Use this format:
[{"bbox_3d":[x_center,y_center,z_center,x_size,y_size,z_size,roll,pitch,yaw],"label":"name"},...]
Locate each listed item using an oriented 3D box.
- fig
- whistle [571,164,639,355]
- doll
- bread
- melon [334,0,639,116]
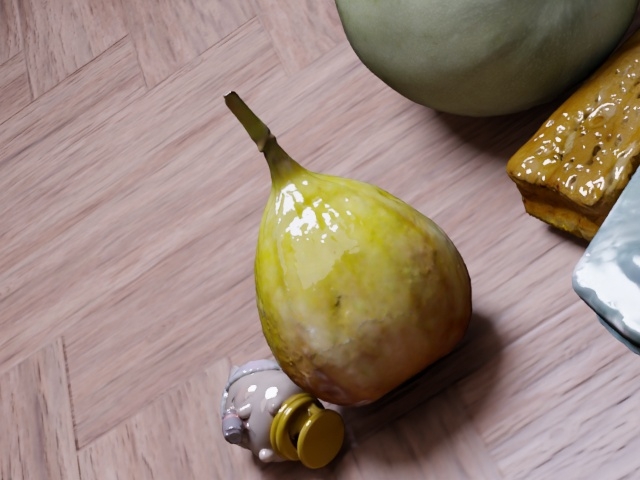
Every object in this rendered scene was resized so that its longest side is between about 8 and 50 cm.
[{"bbox_3d":[0.000,0.000,0.814,0.159,0.257,0.159,-29,18,10],"label":"fig"},{"bbox_3d":[0.299,-0.114,0.682,0.168,0.188,0.405,27,107,44],"label":"whistle"},{"bbox_3d":[-0.048,0.135,0.865,0.084,0.073,0.127,-17,25,-40],"label":"doll"},{"bbox_3d":[0.267,-0.113,0.865,0.271,0.077,0.139,-46,35,-12],"label":"bread"},{"bbox_3d":[0.136,-0.234,0.948,0.271,0.272,0.308,-31,32,10],"label":"melon"}]
